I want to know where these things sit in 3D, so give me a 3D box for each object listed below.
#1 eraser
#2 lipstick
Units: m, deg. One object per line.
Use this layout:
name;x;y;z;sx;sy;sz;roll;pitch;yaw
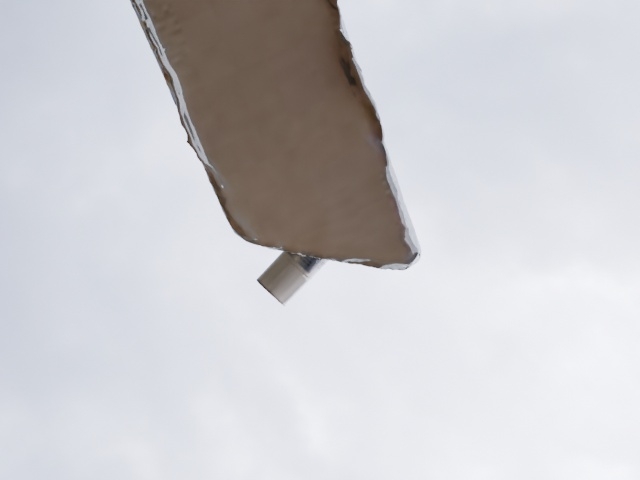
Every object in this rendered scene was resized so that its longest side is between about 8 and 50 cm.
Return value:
eraser;-0.051;-0.134;0.511;0.077;0.353;0.111;-23;-145;-1
lipstick;0.000;0.000;1.243;0.141;0.040;0.040;-46;-134;0
